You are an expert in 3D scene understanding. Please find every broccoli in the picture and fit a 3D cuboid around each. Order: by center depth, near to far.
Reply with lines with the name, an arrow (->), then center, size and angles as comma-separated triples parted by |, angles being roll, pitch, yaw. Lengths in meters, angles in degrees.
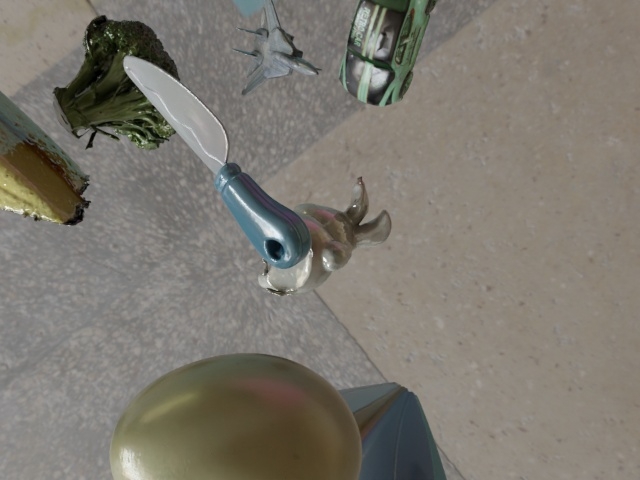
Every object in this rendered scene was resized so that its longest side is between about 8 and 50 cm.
broccoli -> -0.437, -0.319, 1.529 | 0.283, 0.321, 0.304 | -36, 75, -29

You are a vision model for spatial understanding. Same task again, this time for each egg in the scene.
egg -> -0.076, 0.200, 0.664 | 0.241, 0.186, 0.186 | 9, 87, -19

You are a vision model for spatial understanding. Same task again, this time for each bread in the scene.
bread -> -0.651, -0.136, 1.379 | 0.242, 0.346, 0.405 | -42, 100, 11

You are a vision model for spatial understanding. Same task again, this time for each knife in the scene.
knife -> -0.091, -0.078, 0.595 | 0.032, 0.058, 0.244 | -32, 80, -38

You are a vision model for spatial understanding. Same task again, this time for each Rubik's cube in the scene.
Rubik's cube -> 0.026, 0.498, 1.310 | 0.347, 0.352, 0.352 | -17, 98, 31

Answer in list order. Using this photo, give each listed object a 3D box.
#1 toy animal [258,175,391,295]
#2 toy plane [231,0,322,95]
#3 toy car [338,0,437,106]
toy animal -> -0.006, -0.001, 1.509 | 0.247, 0.310, 0.183 | -25, 88, 31
toy plane -> -0.065, -0.352, 1.336 | 0.088, 0.267, 0.212 | -2, 115, -41
toy car -> 0.112, -0.372, 1.273 | 0.136, 0.306, 0.125 | 27, 42, 12
